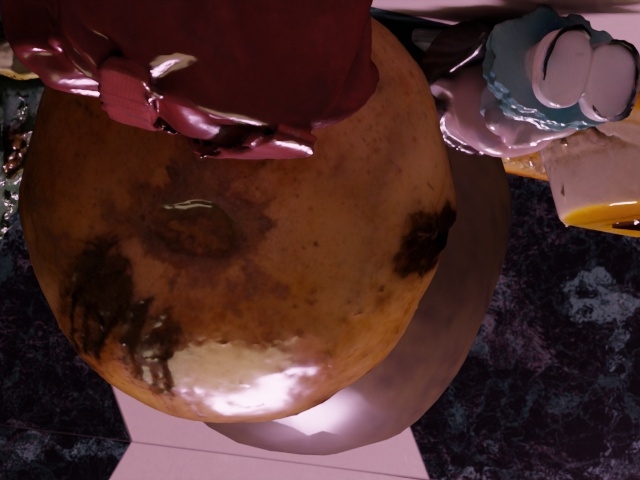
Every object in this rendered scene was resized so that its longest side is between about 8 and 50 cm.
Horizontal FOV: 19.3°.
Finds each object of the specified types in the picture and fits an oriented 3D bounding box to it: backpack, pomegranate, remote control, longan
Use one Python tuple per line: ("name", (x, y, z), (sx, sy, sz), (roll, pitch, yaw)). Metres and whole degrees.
("backpack", (-0.073, -0.116, 1.055), (0.229, 0.139, 0.229), (5, 178, 0))
("pomegranate", (-0.058, -0.030, 1.316), (0.322, 0.322, 0.322), (5, 180, 0))
("remote control", (0.110, -0.164, 1.585), (0.053, 0.018, 0.124), (6, 180, 13))
("longan", (0.000, 0.000, 1.701), (0.336, 0.405, 0.404), (6, -179, 25))

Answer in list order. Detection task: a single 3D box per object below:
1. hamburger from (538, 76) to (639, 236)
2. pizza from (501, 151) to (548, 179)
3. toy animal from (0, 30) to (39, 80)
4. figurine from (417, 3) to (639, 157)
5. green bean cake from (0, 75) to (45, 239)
("hamburger", (0.336, -0.083, 1.756), (0.227, 0.151, 0.295), (-2, 171, 38))
("pizza", (0.235, -0.123, 2.354), (0.335, 0.086, 0.226), (7, -176, -28))
("toy animal", (-0.312, -0.185, 1.820), (0.181, 0.073, 0.136), (-10, -163, -34))
("figurine", (0.142, -0.120, 1.393), (0.138, 0.110, 0.245), (15, 174, -17))
("green bean cake", (-0.392, -0.087, 1.852), (0.300, 0.169, 0.308), (0, -157, -36))
